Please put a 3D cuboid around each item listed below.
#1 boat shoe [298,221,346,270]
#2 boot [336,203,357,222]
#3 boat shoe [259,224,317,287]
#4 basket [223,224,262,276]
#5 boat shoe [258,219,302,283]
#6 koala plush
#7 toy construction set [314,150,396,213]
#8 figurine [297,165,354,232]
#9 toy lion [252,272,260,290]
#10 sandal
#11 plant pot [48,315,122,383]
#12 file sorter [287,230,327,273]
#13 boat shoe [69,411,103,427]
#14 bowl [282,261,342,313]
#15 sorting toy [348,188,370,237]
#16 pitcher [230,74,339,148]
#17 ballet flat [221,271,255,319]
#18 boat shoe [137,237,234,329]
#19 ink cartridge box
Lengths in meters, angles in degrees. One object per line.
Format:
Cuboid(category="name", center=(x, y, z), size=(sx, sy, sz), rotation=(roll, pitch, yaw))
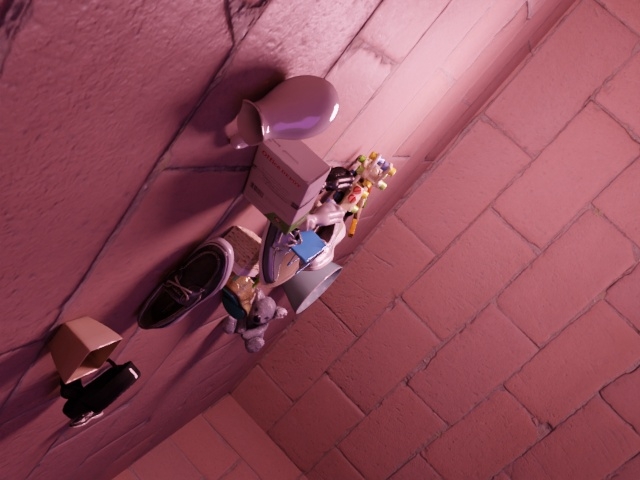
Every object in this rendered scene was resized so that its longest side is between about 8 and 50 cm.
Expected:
Cuboid(category="boat shoe", center=(0.003, -0.001, 2.115), size=(0.320, 0.118, 0.103), rotation=(-52, 135, -46))
Cuboid(category="boot", center=(0.086, -0.097, 2.458), size=(0.198, 0.077, 0.137), rotation=(-29, 159, -55))
Cuboid(category="boat shoe", center=(-0.111, 0.069, 2.242), size=(0.324, 0.117, 0.096), rotation=(-49, 168, -16))
Cuboid(category="basket", center=(-0.219, 0.032, 1.665), size=(0.103, 0.113, 0.167), rotation=(-48, 170, 3))
Cuboid(category="boat shoe", center=(-0.099, -0.022, 1.593), size=(0.116, 0.099, 0.319), rotation=(-42, 144, -76))
Cuboid(category="koala plush", center=(-0.264, 0.315, 2.421), size=(0.221, 0.196, 0.203), rotation=(-51, 180, 23))
Cuboid(category="toy construction set", center=(0.122, -0.180, 2.085), size=(0.328, 0.151, 0.215), rotation=(-39, -165, 8))
Cuboid(category="figurine", center=(-0.002, -0.126, 1.884), size=(0.210, 0.092, 0.214), rotation=(-20, 132, -50))
Cuboid(category="toy lion", center=(-0.246, 0.160, 2.290), size=(0.100, 0.034, 0.096), rotation=(-47, 177, 9))
Cuboid(category="sandal", center=(-0.554, 0.338, 1.410), size=(0.167, 0.107, 0.446), rotation=(-45, -170, -36))
Cuboid(category="plant pot", center=(-0.526, 0.230, 1.264), size=(0.109, 0.096, 0.109), rotation=(-48, 170, 18))
Cuboid(category="file sorter", center=(-0.090, 0.011, 1.937), size=(0.118, 0.170, 0.104), rotation=(-37, 169, -41))
Cuboid(category="boat shoe", center=(-0.744, 0.556, 1.824), size=(0.046, 0.038, 0.125), rotation=(-3, -173, 31))
Cuboid(category="bowl", center=(-0.061, 0.185, 2.732), size=(0.311, 0.163, 0.311), rotation=(-45, 170, -10))
Cuboid(category="sorting toy", center=(0.167, -0.148, 2.302), size=(0.229, 0.041, 0.306), rotation=(96, 10, -76))
Cuboid(category="pitcher", center=(-0.077, -0.251, 1.173), size=(0.207, 0.125, 0.178), rotation=(-27, -178, -32))
Cuboid(category="ballet flat", center=(-0.282, 0.189, 2.026), size=(0.123, 0.123, 0.348), rotation=(-42, 167, -19))
Cuboid(category="boat shoe", center=(-0.351, 0.130, 1.495), size=(0.335, 0.121, 0.119), rotation=(-48, 174, 21))
Cuboid(category="ink cartridge box", center=(-0.086, -0.141, 1.389), size=(0.093, 0.160, 0.219), rotation=(-40, 169, -35))
